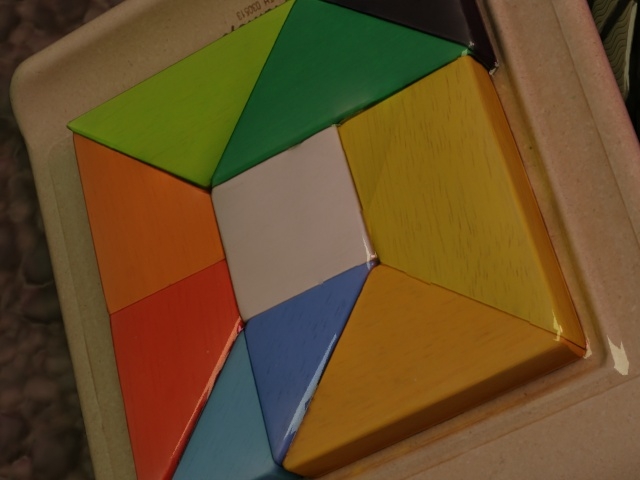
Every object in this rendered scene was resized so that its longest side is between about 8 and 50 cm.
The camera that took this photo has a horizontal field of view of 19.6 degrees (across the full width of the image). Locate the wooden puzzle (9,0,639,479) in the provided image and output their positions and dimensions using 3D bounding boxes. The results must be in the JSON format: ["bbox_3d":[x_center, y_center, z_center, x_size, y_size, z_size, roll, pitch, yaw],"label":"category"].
[{"bbox_3d":[0.000,0.000,0.616,0.221,0.044,0.239,-27,67,22],"label":"wooden puzzle"}]

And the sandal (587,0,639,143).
[{"bbox_3d":[0.148,0.016,0.596,0.086,0.120,0.303,-1,67,-31],"label":"sandal"}]
